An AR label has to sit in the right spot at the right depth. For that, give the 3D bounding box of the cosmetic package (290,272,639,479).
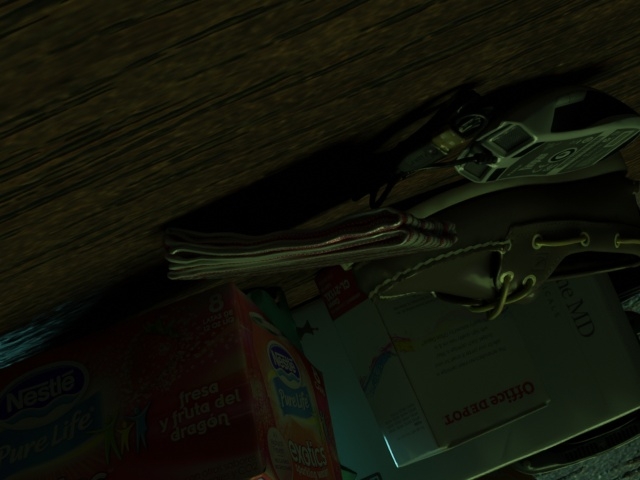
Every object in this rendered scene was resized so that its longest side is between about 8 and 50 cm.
[{"bbox_3d":[0.099,0.129,1.479,0.385,0.217,0.156,-28,171,15],"label":"cosmetic package"}]

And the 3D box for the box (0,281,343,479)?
[{"bbox_3d":[-0.148,0.165,1.051,0.300,0.142,0.154,-21,145,15],"label":"box"}]

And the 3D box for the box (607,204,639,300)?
[{"bbox_3d":[0.232,0.043,1.650,0.153,0.108,0.207,-19,170,-31],"label":"box"}]

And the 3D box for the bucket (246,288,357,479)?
[{"bbox_3d":[-0.115,0.173,1.278,0.281,0.183,0.281,-23,171,-4],"label":"bucket"}]

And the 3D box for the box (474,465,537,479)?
[{"bbox_3d":[0.083,0.288,1.692,0.215,0.345,0.168,-27,139,-22],"label":"box"}]

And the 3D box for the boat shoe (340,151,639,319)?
[{"bbox_3d":[0.149,0.005,1.240,0.324,0.097,0.116,-15,168,-45],"label":"boat shoe"}]

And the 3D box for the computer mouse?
[{"bbox_3d":[0.112,-0.064,0.935,0.193,0.042,0.106,-9,159,-39],"label":"computer mouse"}]

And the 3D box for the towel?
[{"bbox_3d":[0.000,0.000,0.953,0.144,0.029,0.197,-8,177,13],"label":"towel"}]

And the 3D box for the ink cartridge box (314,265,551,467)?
[{"bbox_3d":[0.091,0.082,1.297,0.127,0.175,0.072,-17,169,-35],"label":"ink cartridge box"}]

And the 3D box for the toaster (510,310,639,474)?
[{"bbox_3d":[0.270,0.147,1.602,0.227,0.129,0.146,-25,175,6],"label":"toaster"}]
